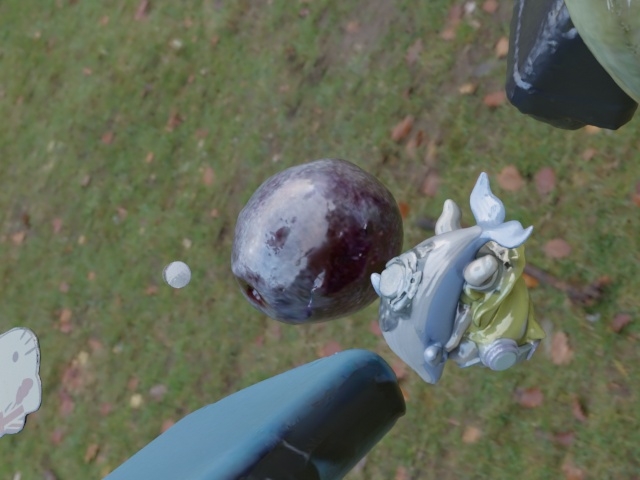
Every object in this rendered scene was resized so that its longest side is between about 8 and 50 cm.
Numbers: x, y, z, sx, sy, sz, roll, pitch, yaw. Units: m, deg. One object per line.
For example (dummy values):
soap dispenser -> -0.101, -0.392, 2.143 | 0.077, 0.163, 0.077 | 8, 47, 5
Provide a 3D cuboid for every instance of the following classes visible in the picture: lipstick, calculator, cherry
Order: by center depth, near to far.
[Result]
calculator -> -0.076, 0.136, 0.560 | 0.173, 0.051, 0.293 | -27, 5, 40
cherry -> -0.009, 0.005, 1.282 | 0.195, 0.195, 0.195 | -30, 48, 40
lipstick -> -0.206, 0.049, 1.698 | 0.131, 0.038, 0.038 | 174, 118, -81

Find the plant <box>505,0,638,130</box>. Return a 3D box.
plant -> 0.271, -0.209, 1.239 | 0.256, 0.141, 0.164 | 93, -175, -67

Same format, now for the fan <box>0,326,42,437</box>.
fan -> -0.141, 0.052, 0.510 | 0.056, 0.004, 0.083 | -37, 49, 18

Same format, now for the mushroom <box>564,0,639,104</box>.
mushroom -> 0.319, -0.214, 0.732 | 0.352, 0.352, 0.260 | -56, 19, 14

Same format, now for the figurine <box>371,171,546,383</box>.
figurine -> 0.137, 0.049, 1.104 | 0.208, 0.183, 0.128 | -64, 35, 27
